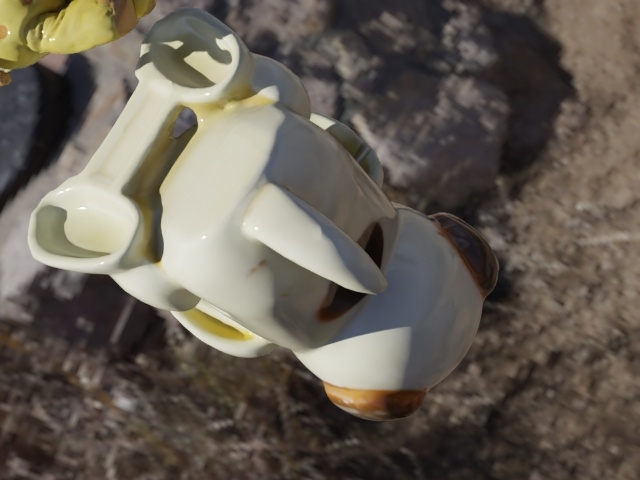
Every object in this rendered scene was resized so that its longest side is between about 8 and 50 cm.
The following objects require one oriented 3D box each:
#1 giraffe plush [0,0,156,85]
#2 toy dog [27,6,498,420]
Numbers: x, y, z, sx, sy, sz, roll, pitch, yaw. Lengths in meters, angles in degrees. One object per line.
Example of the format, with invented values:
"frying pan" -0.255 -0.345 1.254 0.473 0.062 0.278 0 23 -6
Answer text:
"giraffe plush" -0.277 -0.257 1.608 0.210 0.170 0.181 -25 19 -6
"toy dog" 0.000 0.000 1.689 0.395 0.408 0.284 11 72 45
